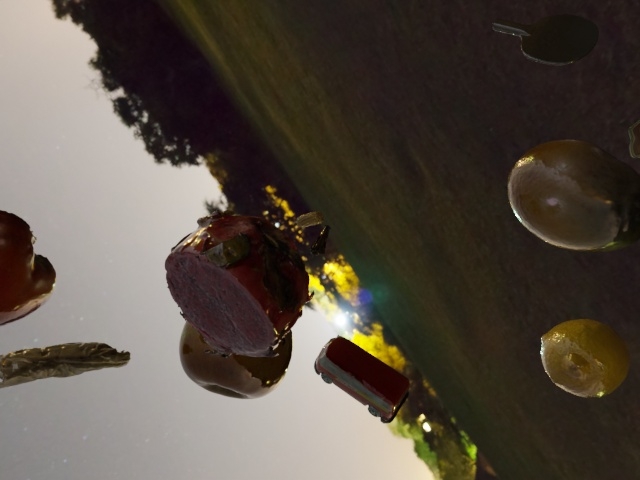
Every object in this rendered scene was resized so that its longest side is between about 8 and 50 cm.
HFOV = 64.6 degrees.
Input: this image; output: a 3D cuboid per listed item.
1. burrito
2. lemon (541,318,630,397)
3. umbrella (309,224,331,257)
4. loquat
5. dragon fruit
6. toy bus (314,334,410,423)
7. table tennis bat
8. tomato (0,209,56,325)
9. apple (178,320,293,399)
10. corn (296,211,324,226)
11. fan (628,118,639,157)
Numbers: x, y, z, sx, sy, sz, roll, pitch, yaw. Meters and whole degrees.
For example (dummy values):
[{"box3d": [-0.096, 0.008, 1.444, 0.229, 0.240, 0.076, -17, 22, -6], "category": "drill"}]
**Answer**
[{"box3d": [-0.481, 0.229, 0.956, 0.063, 0.230, 0.058, 36, 122, 49], "category": "burrito"}, {"box3d": [0.773, 0.343, 1.484, 0.288, 0.233, 0.233, 2, -131, -50], "category": "lemon"}, {"box3d": [0.001, 0.002, 0.958, 0.083, 0.031, 0.020, -61, -38, -40], "category": "umbrella"}, {"box3d": [0.432, -0.071, 0.851, 0.227, 0.179, 0.179, 39, 172, 26], "category": "loquat"}, {"box3d": [-0.112, 0.059, 0.732, 0.211, 0.147, 0.282, 31, 142, 13], "category": "dragon fruit"}, {"box3d": [0.109, 0.360, 1.359, 0.265, 0.121, 0.120, 31, 146, 18], "category": "toy bus"}, {"box3d": [0.488, -0.453, 1.116, 0.234, 0.131, 0.022, 36, 175, 36], "category": "table tennis bat"}, {"box3d": [-0.496, 0.064, 0.707, 0.233, 0.200, 0.139, 86, 174, -52], "category": "tomato"}, {"box3d": [-0.156, 0.195, 0.995, 0.237, 0.237, 0.207, 57, -138, -50], "category": "apple"}, {"box3d": [-0.030, -0.057, 1.374, 0.092, 0.037, 0.037, -14, 115, 47], "category": "corn"}, {"box3d": [0.779, -0.282, 1.165, 0.009, 0.132, 0.220, -95, -21, -45], "category": "fan"}]
